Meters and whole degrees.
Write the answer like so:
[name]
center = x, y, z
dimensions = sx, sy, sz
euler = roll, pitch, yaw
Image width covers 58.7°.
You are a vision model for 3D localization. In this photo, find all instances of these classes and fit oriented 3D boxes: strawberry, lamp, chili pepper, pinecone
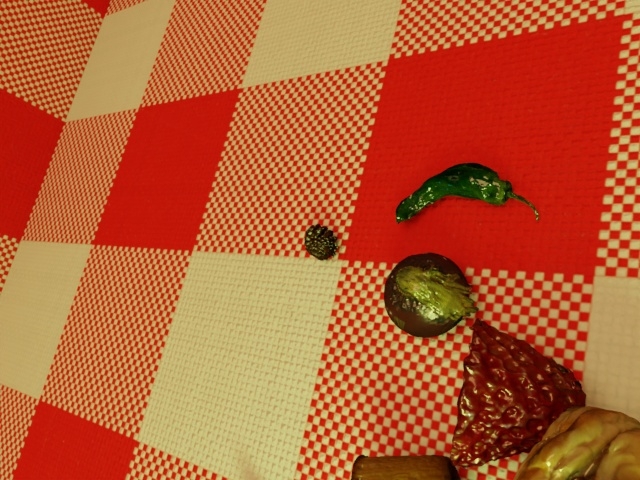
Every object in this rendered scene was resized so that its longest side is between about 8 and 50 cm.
[strawberry]
center = 0.288, 0.246, 0.834
dimensions = 0.178, 0.234, 0.233
euler = 8, 75, 25
[lamp]
center = 0.182, 0.092, 1.015
dimensions = 0.157, 0.135, 0.156
euler = -37, 52, 22
[chili pepper]
center = 0.269, -0.093, 1.081
dimensions = 0.279, 0.065, 0.122
euler = -3, 78, 39
[pinecone]
center = 0.000, 0.000, 1.240
dimensions = 0.077, 0.077, 0.083
euler = -33, 44, 22

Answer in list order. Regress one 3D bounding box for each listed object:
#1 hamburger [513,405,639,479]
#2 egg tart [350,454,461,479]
[hamburger]
center = 0.332, 0.361, 0.685
dimensions = 0.174, 0.284, 0.304
euler = 24, 82, 43
[egg tart]
center = 0.139, 0.427, 0.874
dimensions = 0.171, 0.215, 0.215
euler = -18, 60, 13
